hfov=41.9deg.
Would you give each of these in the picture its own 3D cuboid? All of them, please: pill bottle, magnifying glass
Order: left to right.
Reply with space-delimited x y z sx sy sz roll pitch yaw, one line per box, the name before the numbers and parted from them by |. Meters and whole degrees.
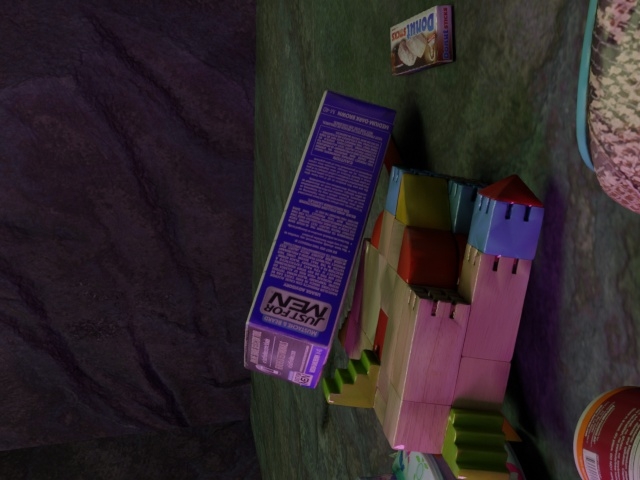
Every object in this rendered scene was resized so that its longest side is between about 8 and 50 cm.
magnifying glass | 0.113 -0.080 1.141 0.231 0.026 0.092 -110 19 -46
pill bottle | 0.231 0.142 0.522 0.152 0.086 0.086 172 93 -77

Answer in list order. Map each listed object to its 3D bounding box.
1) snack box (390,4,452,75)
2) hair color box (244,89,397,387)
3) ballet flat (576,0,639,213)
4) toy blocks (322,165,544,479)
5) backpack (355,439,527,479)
snack box | 0.122 -0.243 1.029 0.178 0.022 0.064 -154 61 -76
hair color box | 0.000 0.000 1.083 0.185 0.110 0.338 103 -175 -65
ballet flat | 0.211 -0.235 0.385 0.182 0.164 0.482 17 119 54
toy blocks | 0.115 0.042 0.878 0.381 0.191 0.260 -124 43 -77
backpack | 0.129 0.319 0.865 0.253 0.191 0.225 109 154 -51
